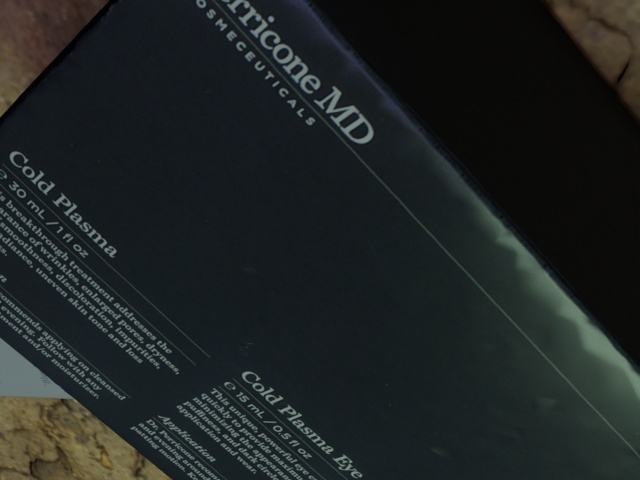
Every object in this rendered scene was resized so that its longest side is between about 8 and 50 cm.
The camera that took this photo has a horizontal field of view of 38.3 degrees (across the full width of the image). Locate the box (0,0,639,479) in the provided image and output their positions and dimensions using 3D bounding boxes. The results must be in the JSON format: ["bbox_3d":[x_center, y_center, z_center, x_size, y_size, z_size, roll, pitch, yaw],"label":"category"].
[{"bbox_3d":[0.000,0.000,0.522,0.312,0.179,0.343,-29,113,40],"label":"box"}]

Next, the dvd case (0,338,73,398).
[{"bbox_3d":[-0.341,0.075,0.823,0.253,0.022,0.180,-1,131,18],"label":"dvd case"}]
